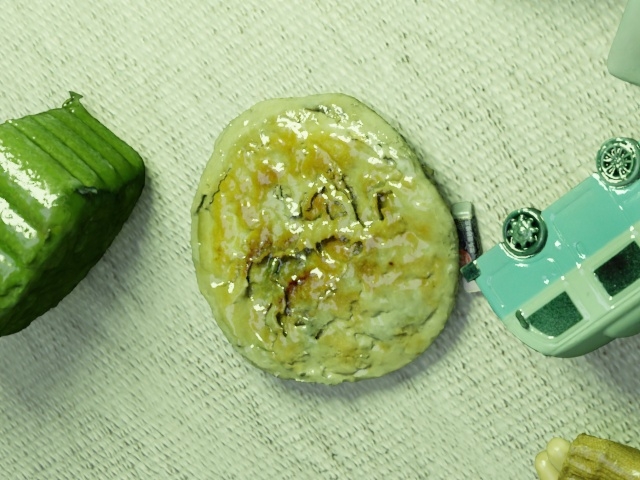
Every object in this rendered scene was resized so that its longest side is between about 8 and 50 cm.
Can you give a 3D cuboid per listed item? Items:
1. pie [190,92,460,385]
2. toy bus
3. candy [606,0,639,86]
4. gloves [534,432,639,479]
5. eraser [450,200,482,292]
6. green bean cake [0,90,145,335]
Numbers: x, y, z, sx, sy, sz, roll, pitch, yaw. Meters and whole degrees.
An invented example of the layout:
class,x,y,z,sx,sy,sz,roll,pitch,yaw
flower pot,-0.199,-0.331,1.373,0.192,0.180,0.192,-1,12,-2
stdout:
class,x,y,z,sx,sy,sz,roll,pitch,yaw
pie,0.000,0.000,1.925,0.339,0.077,0.339,4,103,19
toy bus,0.297,0.012,1.771,0.271,0.133,0.164,-38,71,27
candy,0.376,-0.227,1.747,0.138,0.071,0.174,21,108,14
gloves,0.357,0.343,1.824,0.356,0.155,0.203,42,92,22
eraser,0.161,0.007,1.901,0.027,0.019,0.099,-7,100,20
green bean cake,-0.328,-0.017,1.944,0.156,0.250,0.247,42,110,8
